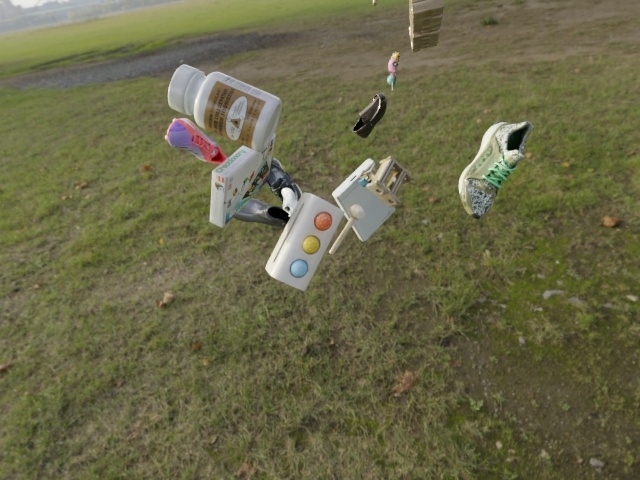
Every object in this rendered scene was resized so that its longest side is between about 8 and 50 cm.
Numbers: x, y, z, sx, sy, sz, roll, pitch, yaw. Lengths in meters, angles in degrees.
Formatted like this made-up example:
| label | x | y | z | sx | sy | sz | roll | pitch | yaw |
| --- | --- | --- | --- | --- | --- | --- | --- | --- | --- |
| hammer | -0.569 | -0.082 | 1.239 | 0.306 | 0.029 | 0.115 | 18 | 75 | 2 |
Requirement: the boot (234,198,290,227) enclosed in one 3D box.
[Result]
| label | x | y | z | sx | sy | sz | roll | pitch | yaw |
| --- | --- | --- | --- | --- | --- | --- | --- | --- | --- |
| boot | -0.244 | -0.129 | 1.812 | 0.338 | 0.118 | 0.223 | 9 | -2 | -12 |

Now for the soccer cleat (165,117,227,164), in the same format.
| label | x | y | z | sx | sy | sz | roll | pitch | yaw |
| --- | --- | --- | --- | --- | --- | --- | --- | --- | --- |
| soccer cleat | -0.329 | -0.261 | 1.092 | 0.095 | 0.083 | 0.248 | 27 | 0 | 4 |

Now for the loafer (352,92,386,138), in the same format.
| label | x | y | z | sx | sy | sz | roll | pitch | yaw |
| --- | --- | --- | --- | --- | --- | --- | --- | --- | --- |
| loafer | 0.209 | -0.535 | 1.742 | 0.078 | 0.220 | 0.080 | 0 | 48 | -31 |

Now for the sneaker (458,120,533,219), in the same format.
| label | x | y | z | sx | sy | sz | roll | pitch | yaw |
| --- | --- | --- | --- | --- | --- | --- | --- | --- | --- |
| sneaker | 0.642 | -0.272 | 1.464 | 0.158 | 0.410 | 0.182 | 26 | -8 | -11 |

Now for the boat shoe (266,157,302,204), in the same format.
| label | x | y | z | sx | sy | sz | roll | pitch | yaw |
| --- | --- | --- | --- | --- | --- | --- | --- | --- | --- |
| boat shoe | -0.200 | -0.279 | 1.955 | 0.127 | 0.113 | 0.340 | -35 | 67 | 19 |

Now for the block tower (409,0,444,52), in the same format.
| label | x | y | z | sx | sy | sz | roll | pitch | yaw |
| --- | --- | --- | --- | --- | --- | --- | --- | --- | --- |
| block tower | 0.335 | -0.712 | 1.296 | 0.097 | 0.090 | 0.335 | -7 | 6 | 12 |

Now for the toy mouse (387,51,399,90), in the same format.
| label | x | y | z | sx | sy | sz | roll | pitch | yaw |
| --- | --- | --- | --- | --- | --- | --- | --- | --- | --- |
| toy mouse | 0.264 | -0.620 | 1.482 | 0.031 | 0.143 | 0.161 | 10 | 0 | 11 |

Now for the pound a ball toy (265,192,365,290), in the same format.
| label | x | y | z | sx | sy | sz | roll | pitch | yaw |
| --- | --- | --- | --- | --- | --- | --- | --- | --- | --- |
| pound a ball toy | 0.000 | 0.000 | 1.250 | 0.319 | 0.208 | 0.136 | -62 | 23 | 1 |

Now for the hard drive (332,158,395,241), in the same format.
| label | x | y | z | sx | sy | sz | roll | pitch | yaw |
| --- | --- | --- | --- | --- | --- | --- | --- | --- | --- |
| hard drive | 0.212 | -0.176 | 1.874 | 0.233 | 0.353 | 0.047 | -45 | 48 | -7 |

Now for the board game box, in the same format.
| label | x | y | z | sx | sy | sz | roll | pitch | yaw |
| --- | --- | --- | --- | --- | --- | --- | --- | --- | --- |
| board game box | -0.241 | -0.202 | 1.273 | 0.053 | 0.193 | 0.305 | 24 | 43 | 7 |

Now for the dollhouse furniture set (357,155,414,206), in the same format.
| label | x | y | z | sx | sy | sz | roll | pitch | yaw |
| --- | --- | --- | --- | --- | --- | --- | --- | --- | --- |
| dollhouse furniture set | 0.227 | -0.203 | 1.512 | 0.129 | 0.129 | 0.184 | -59 | 19 | -22 |

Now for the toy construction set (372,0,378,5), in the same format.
| label | x | y | z | sx | sy | sz | roll | pitch | yaw |
| --- | --- | --- | --- | --- | --- | --- | --- | --- | --- |
| toy construction set | 0.204 | -0.930 | 1.180 | 0.258 | 0.309 | 0.237 | -4 | 74 | 34 |

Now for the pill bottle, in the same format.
| label | x | y | z | sx | sy | sz | roll | pitch | yaw |
| --- | --- | --- | --- | --- | --- | --- | --- | --- | --- |
| pill bottle | -0.215 | -0.304 | 0.918 | 0.229 | 0.131 | 0.131 | 23 | 37 | -2 |

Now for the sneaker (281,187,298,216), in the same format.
| label | x | y | z | sx | sy | sz | roll | pitch | yaw |
| --- | --- | --- | --- | --- | --- | --- | --- | --- | --- |
| sneaker | -0.123 | -0.151 | 1.582 | 0.061 | 0.053 | 0.152 | -17 | 53 | -23 |
